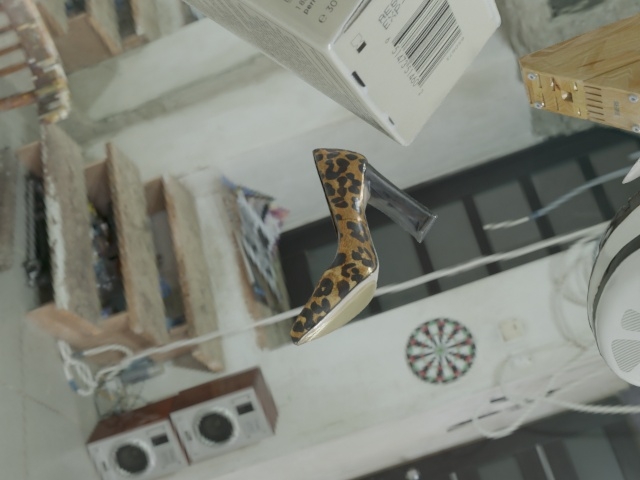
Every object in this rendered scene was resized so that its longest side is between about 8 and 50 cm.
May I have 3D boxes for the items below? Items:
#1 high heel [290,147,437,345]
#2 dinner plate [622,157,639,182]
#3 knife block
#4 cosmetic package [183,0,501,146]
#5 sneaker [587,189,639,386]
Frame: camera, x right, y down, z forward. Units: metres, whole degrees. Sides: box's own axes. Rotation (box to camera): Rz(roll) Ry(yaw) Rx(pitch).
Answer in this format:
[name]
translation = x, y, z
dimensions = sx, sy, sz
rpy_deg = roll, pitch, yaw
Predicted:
[high heel]
translation = 0.000, 0.000, 1.100
dimensions = 0.186, 0.261, 0.093
rpy_deg = 37, -28, 15
[dinner plate]
translation = 0.379, -0.117, 0.960
dimensions = 0.017, 0.141, 0.141
rpy_deg = 37, -2, 15
[knife block]
translation = 0.475, -0.287, 1.328
dimensions = 0.276, 0.242, 0.088
rpy_deg = 21, -25, 34
[cosmetic package]
translation = -0.046, -0.204, 0.584
dimensions = 0.309, 0.113, 0.160
rpy_deg = 38, 2, 25
[sneaker]
translation = 0.304, 0.072, 0.561
dimensions = 0.447, 0.169, 0.257
rpy_deg = 114, -12, -60
